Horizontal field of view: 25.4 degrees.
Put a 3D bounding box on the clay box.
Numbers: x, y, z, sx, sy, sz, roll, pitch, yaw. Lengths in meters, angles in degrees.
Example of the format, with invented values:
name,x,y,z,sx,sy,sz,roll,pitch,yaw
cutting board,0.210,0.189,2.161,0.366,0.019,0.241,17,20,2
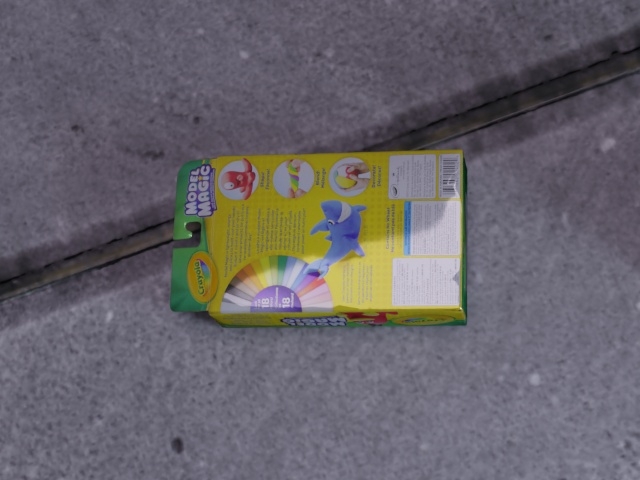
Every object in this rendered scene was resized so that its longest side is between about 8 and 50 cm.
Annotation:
name,x,y,z,sx,sy,sz,roll,pitch,yaw
clay box,0.000,0.000,1.082,0.222,0.053,0.127,-1,73,11
